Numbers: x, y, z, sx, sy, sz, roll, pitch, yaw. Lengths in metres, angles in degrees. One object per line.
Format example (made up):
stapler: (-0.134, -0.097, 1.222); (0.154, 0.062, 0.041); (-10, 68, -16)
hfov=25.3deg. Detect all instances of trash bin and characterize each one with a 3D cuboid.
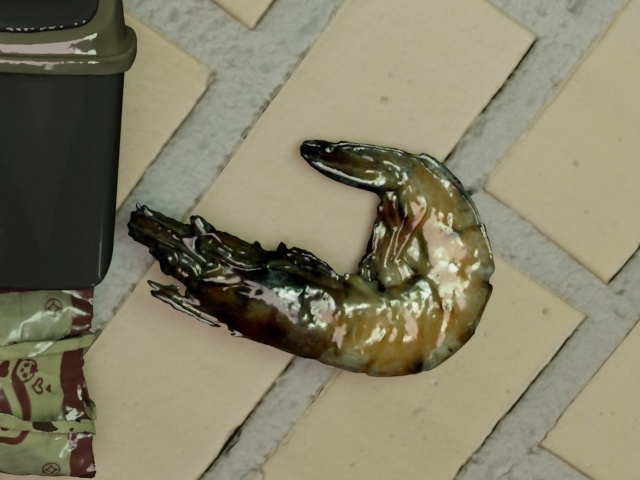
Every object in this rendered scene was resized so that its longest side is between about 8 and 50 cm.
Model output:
trash bin: (-0.272, -0.110, 1.284); (0.209, 0.182, 0.290); (2, 110, -7)

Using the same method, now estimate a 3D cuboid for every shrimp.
shrimp: (0.000, 0.000, 1.398); (0.365, 0.071, 0.233); (21, 93, -9)

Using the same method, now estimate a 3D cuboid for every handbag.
handbag: (-0.332, 0.134, 1.366); (0.235, 0.127, 0.213); (1, 103, -8)
